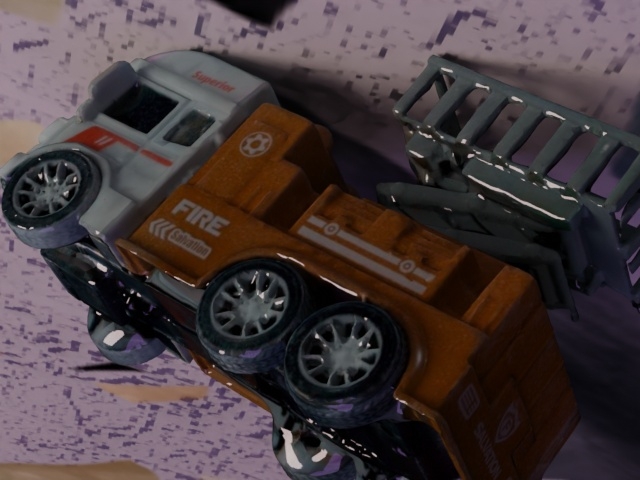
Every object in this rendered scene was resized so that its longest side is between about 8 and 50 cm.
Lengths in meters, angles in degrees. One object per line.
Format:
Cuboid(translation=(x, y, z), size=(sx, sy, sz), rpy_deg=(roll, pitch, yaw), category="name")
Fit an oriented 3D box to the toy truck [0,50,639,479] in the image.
Cuboid(translation=(-0.001, -0.001, 0.448), size=(0.178, 0.115, 0.080), rpy_deg=(26, 156, 34), category="toy truck")
